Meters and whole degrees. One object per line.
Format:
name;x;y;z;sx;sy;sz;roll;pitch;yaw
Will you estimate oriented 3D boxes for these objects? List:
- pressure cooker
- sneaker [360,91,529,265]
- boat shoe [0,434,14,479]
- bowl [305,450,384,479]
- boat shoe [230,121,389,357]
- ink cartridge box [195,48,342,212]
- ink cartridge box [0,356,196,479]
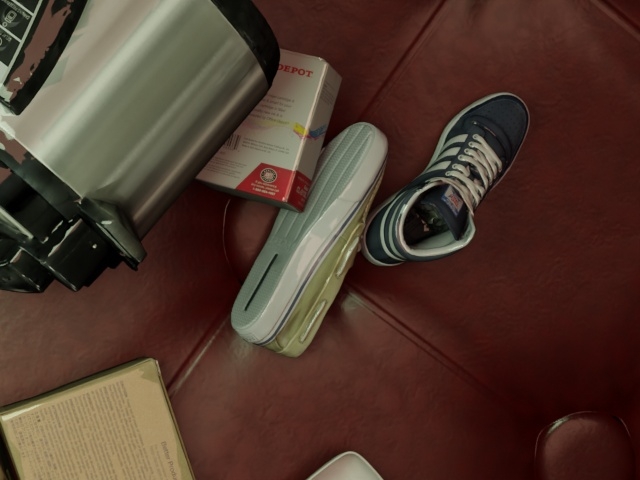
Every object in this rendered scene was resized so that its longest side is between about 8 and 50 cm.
pressure cooker;-0.292;-0.149;1.600;0.375;0.370;0.420;42;81;-14
sneaker;0.173;-0.074;1.817;0.282;0.153;0.099;-46;100;-10
boat shoe;-0.397;0.269;1.726;0.072;0.068;0.190;-17;93;-1
bowl;0.023;0.343;1.828;0.142;0.053;0.142;-40;98;-12
boat shoe;0.000;0.000;1.815;0.094;0.109;0.302;35;85;-34
ink cartridge box;-0.062;-0.136;1.778;0.127;0.072;0.175;16;85;19
ink cartridge box;-0.251;0.275;1.746;0.193;0.088;0.235;-18;93;-14
